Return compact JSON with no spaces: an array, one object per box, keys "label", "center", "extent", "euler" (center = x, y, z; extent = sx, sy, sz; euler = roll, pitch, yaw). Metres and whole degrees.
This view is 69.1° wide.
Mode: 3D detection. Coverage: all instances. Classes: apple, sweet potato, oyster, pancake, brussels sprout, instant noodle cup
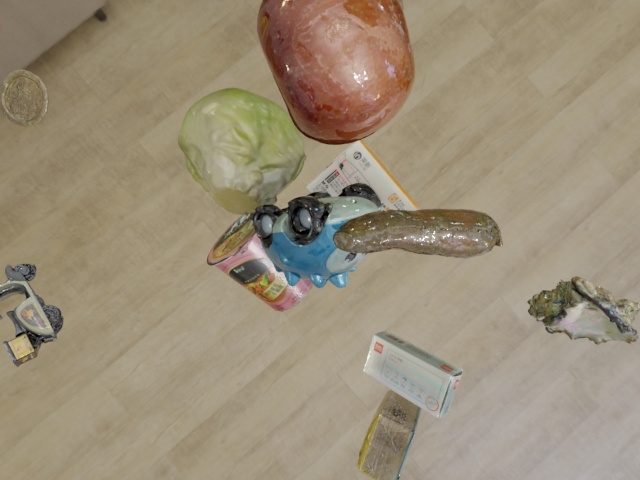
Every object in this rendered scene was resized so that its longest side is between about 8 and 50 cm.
[{"label":"apple","center":[0.025,-0.211,0.518],"extent":[0.162,0.201,0.201],"euler":[-20,88,6]},{"label":"sweet potato","center":[0.134,-0.011,0.641],"extent":[0.274,0.075,0.075],"euler":[1,87,-24]},{"label":"oyster","center":[0.518,0.148,0.929],"extent":[0.198,0.260,0.092],"euler":[4,71,38]},{"label":"pancake","center":[-0.584,-0.280,0.915],"extent":[0.115,0.011,0.114],"euler":[2,101,9]},{"label":"brussels sprout","center":[-0.180,-0.204,1.050],"extent":[0.273,0.316,0.243],"euler":[46,130,-10]},{"label":"instant noodle cup","center":[-0.152,0.061,1.320],"extent":[0.244,0.244,0.255],"euler":[-45,113,-5]}]

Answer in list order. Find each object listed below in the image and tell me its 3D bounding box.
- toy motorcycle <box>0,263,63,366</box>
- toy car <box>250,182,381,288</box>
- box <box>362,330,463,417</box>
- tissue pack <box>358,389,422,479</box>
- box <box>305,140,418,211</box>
[{"label":"toy motorcycle","center":[-0.784,0.177,1.215],"extent":[0.157,0.091,0.263],"euler":[-29,75,-33]},{"label":"toy car","center":[0.000,0.000,0.891],"extent":[0.189,0.255,0.189],"euler":[-18,96,-41]},{"label":"box","center":[0.257,0.374,1.320],"extent":[0.270,0.079,0.134],"euler":[23,106,37]},{"label":"tissue pack","center":[0.218,0.593,1.434],"extent":[0.134,0.271,0.192],"euler":[22,95,16]},{"label":"box","center":[0.122,-0.129,1.367],"extent":[0.221,0.091,0.273],"euler":[-38,90,16]}]
